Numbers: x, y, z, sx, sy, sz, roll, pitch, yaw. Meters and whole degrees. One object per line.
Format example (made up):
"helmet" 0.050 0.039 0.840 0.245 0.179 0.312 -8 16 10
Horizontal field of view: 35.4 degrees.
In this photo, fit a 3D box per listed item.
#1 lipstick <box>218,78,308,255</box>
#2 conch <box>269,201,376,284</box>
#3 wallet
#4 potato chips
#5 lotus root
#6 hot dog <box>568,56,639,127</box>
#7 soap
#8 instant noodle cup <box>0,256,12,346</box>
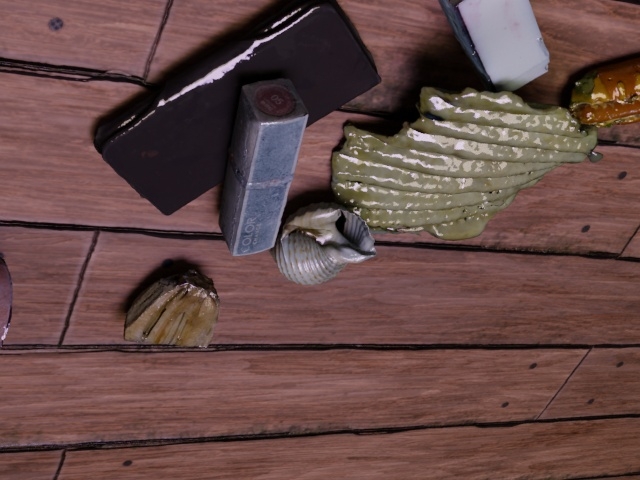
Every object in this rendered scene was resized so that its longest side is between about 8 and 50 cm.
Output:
"lipstick" -0.083 -0.088 1.347 0.078 0.076 0.289 -14 147 -23
"conch" -0.003 -0.003 1.517 0.153 0.102 0.135 -21 129 -3
"wallet" -0.111 -0.175 1.327 0.378 0.051 0.197 -33 141 8
"potato chips" 0.228 -0.116 1.499 0.389 0.097 0.373 11 149 -38
"lotus root" -0.216 0.096 1.536 0.143 0.070 0.144 16 128 -30
"hot dog" 0.505 -0.234 1.568 0.269 0.072 0.115 -17 145 -12
"soap" 0.213 -0.293 1.300 0.091 0.145 0.230 -33 138 8
"instant noodle cup" -0.524 0.080 1.267 0.207 0.217 0.217 15 124 -45
